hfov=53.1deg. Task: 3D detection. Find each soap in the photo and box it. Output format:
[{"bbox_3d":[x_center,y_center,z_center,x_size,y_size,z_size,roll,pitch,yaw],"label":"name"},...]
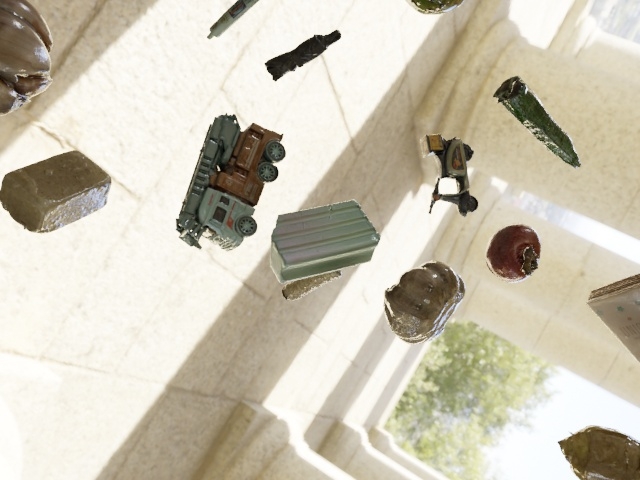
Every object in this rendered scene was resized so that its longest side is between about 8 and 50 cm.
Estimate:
[{"bbox_3d":[0.000,0.000,1.685,0.290,0.173,0.095,-13,140,-25],"label":"soap"}]

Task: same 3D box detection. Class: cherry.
[{"bbox_3d":[0.339,0.018,1.085,0.107,0.090,0.225,-60,178,-3],"label":"cherry"}]

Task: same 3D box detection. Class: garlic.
[{"bbox_3d":[0.246,0.147,1.569,0.228,0.152,0.228,-27,138,-27],"label":"garlic"},{"bbox_3d":[-0.562,-0.326,1.103,0.214,0.191,0.160,-96,-152,-44],"label":"garlic"}]

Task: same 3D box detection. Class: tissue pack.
[{"bbox_3d":[0.801,0.219,1.513,0.170,0.325,0.071,-33,-166,48],"label":"tissue pack"}]

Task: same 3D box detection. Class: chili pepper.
[{"bbox_3d":[0.416,-0.206,1.189,0.059,0.227,0.088,-41,-158,22],"label":"chili pepper"}]

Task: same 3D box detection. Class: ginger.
[{"bbox_3d":[0.669,0.494,1.425,0.152,0.267,0.138,53,53,-49],"label":"ginger"}]

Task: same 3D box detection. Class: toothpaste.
[{"bbox_3d":[-0.241,-0.641,1.803,0.233,0.060,0.038,-33,155,29],"label":"toothpaste"}]

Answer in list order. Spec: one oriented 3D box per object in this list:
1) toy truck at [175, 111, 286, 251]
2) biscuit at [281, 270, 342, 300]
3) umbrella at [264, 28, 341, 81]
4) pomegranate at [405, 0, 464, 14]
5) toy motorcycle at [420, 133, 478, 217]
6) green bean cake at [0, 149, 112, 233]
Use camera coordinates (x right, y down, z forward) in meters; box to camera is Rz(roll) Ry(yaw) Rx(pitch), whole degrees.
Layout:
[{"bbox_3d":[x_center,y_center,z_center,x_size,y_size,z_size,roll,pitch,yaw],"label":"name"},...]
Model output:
[{"bbox_3d":[-0.223,-0.125,1.508,0.133,0.184,0.338,-20,-133,61],"label":"toy truck"},{"bbox_3d":[-0.024,0.114,1.789,0.055,0.061,0.219,-9,161,-49],"label":"biscuit"},{"bbox_3d":[-0.047,-0.536,1.823,0.236,0.066,0.059,-30,-165,6],"label":"umbrella"},{"bbox_3d":[0.295,-0.748,1.752,0.231,0.286,0.231,-41,155,-24],"label":"pomegranate"},{"bbox_3d":[0.400,-0.197,1.974,0.091,0.157,0.263,138,-55,-77],"label":"toy motorcycle"},{"bbox_3d":[-0.485,-0.090,1.183,0.179,0.109,0.085,-43,167,-54],"label":"green bean cake"}]
